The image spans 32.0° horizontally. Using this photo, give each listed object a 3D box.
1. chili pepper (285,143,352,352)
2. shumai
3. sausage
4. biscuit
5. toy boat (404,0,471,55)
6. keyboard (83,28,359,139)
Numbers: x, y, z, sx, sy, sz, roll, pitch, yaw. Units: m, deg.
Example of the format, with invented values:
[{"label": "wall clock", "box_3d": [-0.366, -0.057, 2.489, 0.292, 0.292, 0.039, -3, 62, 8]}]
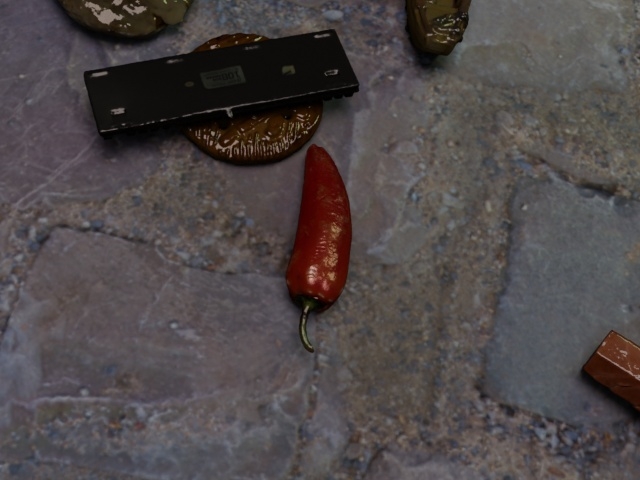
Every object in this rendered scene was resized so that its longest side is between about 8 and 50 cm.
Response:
[{"label": "chili pepper", "box_3d": [0.000, 0.000, 1.256, 0.071, 0.063, 0.272, 15, 58, -15]}, {"label": "shumai", "box_3d": [-0.237, -0.353, 1.367, 0.201, 0.120, 0.201, 5, 60, -10]}, {"label": "sausage", "box_3d": [0.374, 0.170, 1.226, 0.169, 0.065, 0.065, 36, 63, 12]}, {"label": "biscuit", "box_3d": [-0.088, -0.175, 1.350, 0.187, 0.027, 0.188, 4, 61, -7]}, {"label": "toy boat", "box_3d": [0.163, -0.376, 1.446, 0.089, 0.121, 0.321, 13, 61, -9]}, {"label": "keyboard", "box_3d": [-0.114, -0.182, 1.318, 0.317, 0.027, 0.106, -12, 62, -16]}]
